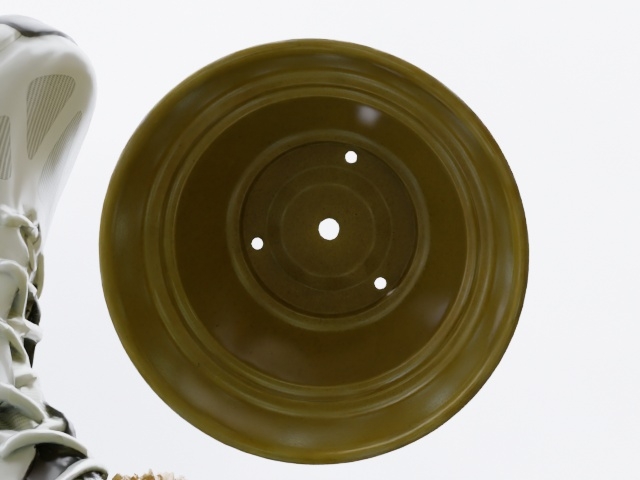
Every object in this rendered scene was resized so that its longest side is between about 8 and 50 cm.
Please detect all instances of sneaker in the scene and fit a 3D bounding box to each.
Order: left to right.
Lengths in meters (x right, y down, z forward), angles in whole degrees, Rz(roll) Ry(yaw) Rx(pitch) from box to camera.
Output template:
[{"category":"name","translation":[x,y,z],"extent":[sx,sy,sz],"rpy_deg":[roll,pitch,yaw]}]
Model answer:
[{"category":"sneaker","translation":[-0.164,0.092,1.036],"extent":[0.257,0.447,0.169],"rpy_deg":[15,-23,21]}]

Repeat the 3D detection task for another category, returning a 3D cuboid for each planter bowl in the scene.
[{"category":"planter bowl","translation":[0.000,0.000,0.992],"extent":[0.217,0.090,0.217],"rpy_deg":[1,-80,6]}]

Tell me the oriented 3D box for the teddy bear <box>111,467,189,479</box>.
[{"category":"teddy bear","translation":[-0.063,0.261,1.136],"extent":[0.245,0.338,0.113],"rpy_deg":[41,-65,-6]}]
